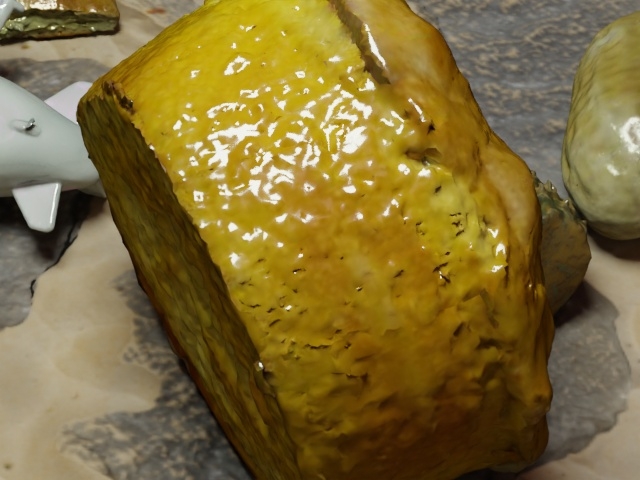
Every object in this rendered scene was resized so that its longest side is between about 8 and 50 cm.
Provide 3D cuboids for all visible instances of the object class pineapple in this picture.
[{"bbox_3d":[0.098,-0.042,1.257,0.125,0.125,0.251,-27,48,-21],"label":"pineapple"}]

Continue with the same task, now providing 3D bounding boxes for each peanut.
[{"bbox_3d":[0.259,-0.099,1.286,0.129,0.129,0.224,10,53,5],"label":"peanut"}]

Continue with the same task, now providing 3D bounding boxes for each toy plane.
[{"bbox_3d":[-0.285,-0.082,1.254,0.252,0.118,0.252,-1,70,3],"label":"toy plane"}]

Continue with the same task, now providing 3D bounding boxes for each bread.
[{"bbox_3d":[0.000,0.000,1.058,0.215,0.398,0.398,-27,58,-14],"label":"bread"},{"bbox_3d":[-0.233,-0.214,1.398,0.136,0.054,0.154,22,57,11],"label":"bread"}]
